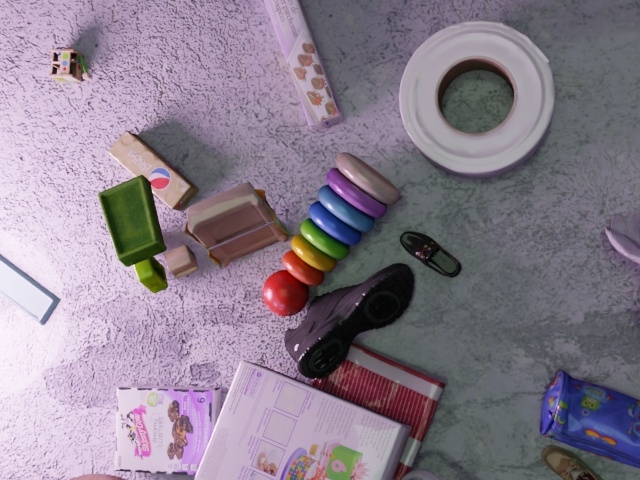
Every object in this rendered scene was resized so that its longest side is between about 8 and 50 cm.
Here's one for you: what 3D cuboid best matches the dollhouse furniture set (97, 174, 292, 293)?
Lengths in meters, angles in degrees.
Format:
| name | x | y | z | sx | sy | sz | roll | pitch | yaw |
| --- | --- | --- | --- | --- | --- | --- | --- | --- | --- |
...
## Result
| name | x | y | z | sx | sy | sz | roll | pitch | yaw |
| --- | --- | --- | --- | --- | --- | --- | --- | --- | --- |
| dollhouse furniture set | -0.236 | -0.046 | 1.914 | 0.301 | 0.197 | 0.151 | -22 | 63 | 5 |

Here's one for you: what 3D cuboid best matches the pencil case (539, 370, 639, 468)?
| name | x | y | z | sx | sy | sz | roll | pitch | yaw |
| --- | --- | --- | --- | --- | --- | --- | --- | --- | --- |
| pencil case | 0.539 | 0.340 | 1.757 | 0.306 | 0.133 | 0.119 | 21 | 124 | 12 |

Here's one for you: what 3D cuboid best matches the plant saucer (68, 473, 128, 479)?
| name | x | y | z | sx | sy | sz | roll | pitch | yaw |
| --- | --- | --- | --- | --- | --- | --- | --- | --- | --- |
| plant saucer | -0.446 | 0.620 | 1.974 | 0.310 | 0.050 | 0.311 | -1 | 87 | 12 |

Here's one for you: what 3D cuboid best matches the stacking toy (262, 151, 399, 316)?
| name | x | y | z | sx | sy | sz | roll | pitch | yaw |
| --- | --- | --- | --- | --- | --- | --- | --- | --- | --- |
| stacking toy | 0.000 | 0.000 | 1.890 | 0.141 | 0.141 | 0.330 | 39 | 100 | 11 |

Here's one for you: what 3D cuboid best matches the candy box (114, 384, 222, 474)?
| name | x | y | z | sx | sy | sz | roll | pitch | yaw |
| --- | --- | --- | --- | --- | --- | --- | --- | --- | --- |
| candy box | -0.296 | 0.367 | 1.947 | 0.196 | 0.070 | 0.165 | 0 | 87 | 10 |

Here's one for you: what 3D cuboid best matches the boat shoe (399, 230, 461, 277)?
| name | x | y | z | sx | sy | sz | roll | pitch | yaw |
| --- | --- | --- | --- | --- | --- | --- | --- | --- | --- |
| boat shoe | 0.207 | 0.023 | 1.886 | 0.133 | 0.042 | 0.049 | 35 | 95 | 12 |

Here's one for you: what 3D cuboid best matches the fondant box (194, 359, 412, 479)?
| name | x | y | z | sx | sy | sz | roll | pitch | yaw |
| --- | --- | --- | --- | --- | --- | --- | --- | --- | --- |
| fondant box | -0.032 | 0.387 | 1.817 | 0.330 | 0.096 | 0.238 | 19 | 83 | 21 |

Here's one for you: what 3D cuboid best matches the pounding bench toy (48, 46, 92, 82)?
| name | x | y | z | sx | sy | sz | roll | pitch | yaw |
| --- | --- | --- | --- | --- | --- | --- | --- | --- | --- |
| pounding bench toy | -0.504 | -0.360 | 2.042 | 0.083 | 0.052 | 0.065 | 3 | 87 | 11 |

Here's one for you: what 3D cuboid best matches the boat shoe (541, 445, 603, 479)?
| name | x | y | z | sx | sy | sz | roll | pitch | yaw |
| --- | --- | --- | --- | --- | --- | --- | --- | --- | --- |
| boat shoe | 0.463 | 0.420 | 1.808 | 0.135 | 0.045 | 0.050 | 32 | 93 | 11 |

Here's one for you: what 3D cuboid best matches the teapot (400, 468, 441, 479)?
| name | x | y | z | sx | sy | sz | roll | pitch | yaw |
| --- | --- | --- | --- | --- | --- | --- | --- | --- | --- |
| teapot | 0.221 | 0.571 | 1.775 | 0.187 | 0.252 | 0.256 | 1 | 61 | 46 |

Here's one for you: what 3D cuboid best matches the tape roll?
| name | x | y | z | sx | sy | sz | roll | pitch | yaw |
| --- | --- | --- | --- | --- | --- | --- | --- | --- | --- |
| tape roll | 0.292 | -0.260 | 1.857 | 0.286 | 0.100 | 0.286 | -1 | 86 | 11 |

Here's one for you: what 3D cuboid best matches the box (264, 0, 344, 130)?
| name | x | y | z | sx | sy | sz | roll | pitch | yaw |
| --- | --- | --- | --- | --- | --- | --- | --- | --- | --- |
| box | -0.039 | -0.375 | 1.946 | 0.063 | 0.067 | 0.324 | -21 | 84 | 9 |

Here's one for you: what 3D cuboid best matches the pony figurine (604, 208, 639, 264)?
| name | x | y | z | sx | sy | sz | roll | pitch | yaw |
| --- | --- | --- | --- | --- | --- | --- | --- | --- | --- |
| pony figurine | 0.653 | 0.076 | 1.673 | 0.302 | 0.351 | 0.364 | -9 | 104 | 14 |

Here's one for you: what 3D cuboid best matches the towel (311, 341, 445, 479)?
| name | x | y | z | sx | sy | sz | roll | pitch | yaw |
| --- | --- | --- | --- | --- | --- | --- | --- | --- | --- |
| towel | 0.063 | 0.369 | 1.861 | 0.237 | 0.037 | 0.329 | 23 | 85 | 21 |

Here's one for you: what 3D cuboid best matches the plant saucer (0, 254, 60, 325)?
| name | x | y | z | sx | sy | sz | roll | pitch | yaw |
| --- | --- | --- | --- | --- | --- | --- | --- | --- | --- |
| plant saucer | -0.627 | 0.095 | 2.056 | 0.192 | 0.018 | 0.067 | 35 | 94 | 10 |

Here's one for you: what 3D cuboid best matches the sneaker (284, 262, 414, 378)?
| name | x | y | z | sx | sy | sz | roll | pitch | yaw |
| --- | --- | --- | --- | --- | --- | --- | --- | --- | --- |
| sneaker | 0.047 | 0.128 | 1.876 | 0.286 | 0.109 | 0.130 | -36 | 38 | -11 |

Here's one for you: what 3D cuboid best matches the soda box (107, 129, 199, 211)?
| name | x | y | z | sx | sy | sz | roll | pitch | yaw |
| --- | --- | --- | --- | --- | --- | --- | --- | --- | --- |
| soda box | -0.333 | -0.139 | 1.992 | 0.181 | 0.058 | 0.061 | 41 | 95 | 10 |
